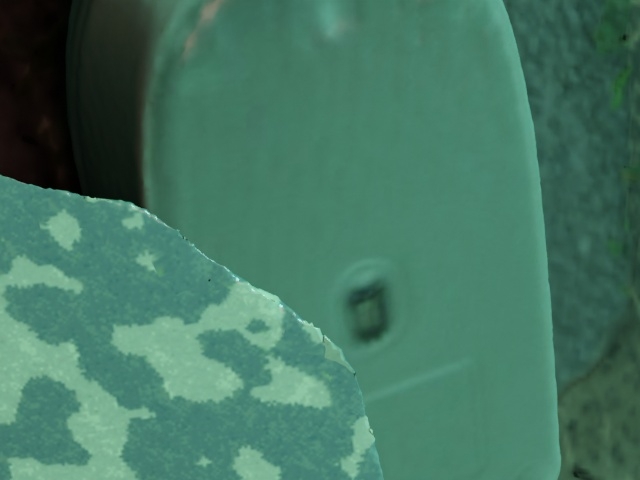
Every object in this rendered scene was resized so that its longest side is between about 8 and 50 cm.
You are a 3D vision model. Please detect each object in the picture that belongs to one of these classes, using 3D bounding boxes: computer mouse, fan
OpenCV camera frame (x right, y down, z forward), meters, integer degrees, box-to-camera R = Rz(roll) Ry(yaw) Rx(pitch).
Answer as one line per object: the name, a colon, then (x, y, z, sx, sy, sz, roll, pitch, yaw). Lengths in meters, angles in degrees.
computer mouse: (0.000, 0.000, 0.401, 0.127, 0.079, 0.231, -14, 112, -17)
fan: (-0.062, 0.054, 0.361, 0.240, 0.009, 0.131, 38, 107, -17)
